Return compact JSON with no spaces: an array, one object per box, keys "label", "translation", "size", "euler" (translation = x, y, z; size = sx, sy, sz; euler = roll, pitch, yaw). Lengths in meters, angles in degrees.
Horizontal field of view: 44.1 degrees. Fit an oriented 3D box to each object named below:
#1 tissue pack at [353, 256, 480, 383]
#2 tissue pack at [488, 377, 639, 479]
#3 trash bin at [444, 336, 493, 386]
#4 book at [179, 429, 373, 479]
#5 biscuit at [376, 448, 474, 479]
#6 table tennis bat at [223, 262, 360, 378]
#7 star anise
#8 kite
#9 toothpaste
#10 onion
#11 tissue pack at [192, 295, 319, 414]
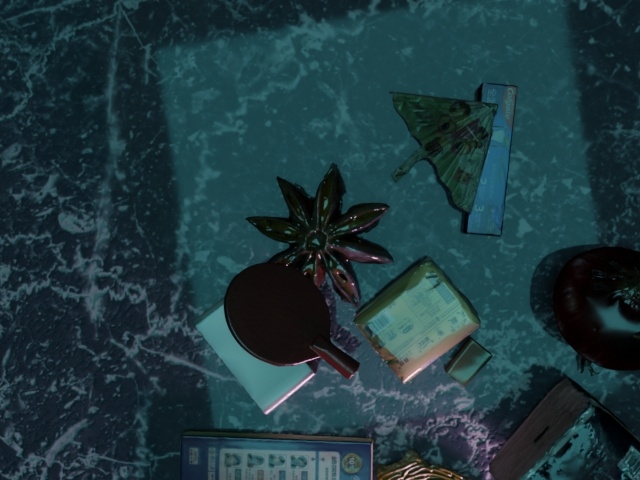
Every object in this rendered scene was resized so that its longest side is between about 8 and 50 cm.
[{"label":"tissue pack","translation":[0.206,0.168,1.685],"size":[0.222,0.090,0.186],"euler":[-40,87,2]},{"label":"tissue pack","translation":[0.588,0.519,1.587],"size":[0.417,0.253,0.264],"euler":[41,93,2]},{"label":"trash bin","translation":[0.317,0.262,1.706],"size":[0.061,0.043,0.092],"euler":[39,97,2]},{"label":"book","translation":[-0.099,0.575,1.739],"size":[0.428,0.039,0.299],"euler":[2,92,4]},{"label":"biscuit","translation":[0.247,0.537,1.721],"size":[0.229,0.031,0.176],"euler":[-14,92,4]},{"label":"table tennis bat","translation":[-0.053,0.171,1.587],"size":[0.310,0.038,0.200],"euler":[38,68,-4]},{"label":"star anise","translation":[-0.001,0.002,1.683],"size":[0.332,0.117,0.331],"euler":[0,90,13]},{"label":"kite","translation":[0.261,-0.208,1.669],"size":[0.268,0.013,0.322],"euler":[-33,78,19]},{"label":"toothpaste","translation":[0.360,-0.170,1.679],"size":[0.077,0.066,0.320],"euler":[6,91,4]},{"label":"onion","translation":[0.601,0.152,1.622],"size":[0.273,0.285,0.273],"euler":[4,54,-5]},{"label":"tissue pack","translation":[-0.131,0.218,1.674],"size":[0.136,0.159,0.246],"euler":[-39,88,2]}]
